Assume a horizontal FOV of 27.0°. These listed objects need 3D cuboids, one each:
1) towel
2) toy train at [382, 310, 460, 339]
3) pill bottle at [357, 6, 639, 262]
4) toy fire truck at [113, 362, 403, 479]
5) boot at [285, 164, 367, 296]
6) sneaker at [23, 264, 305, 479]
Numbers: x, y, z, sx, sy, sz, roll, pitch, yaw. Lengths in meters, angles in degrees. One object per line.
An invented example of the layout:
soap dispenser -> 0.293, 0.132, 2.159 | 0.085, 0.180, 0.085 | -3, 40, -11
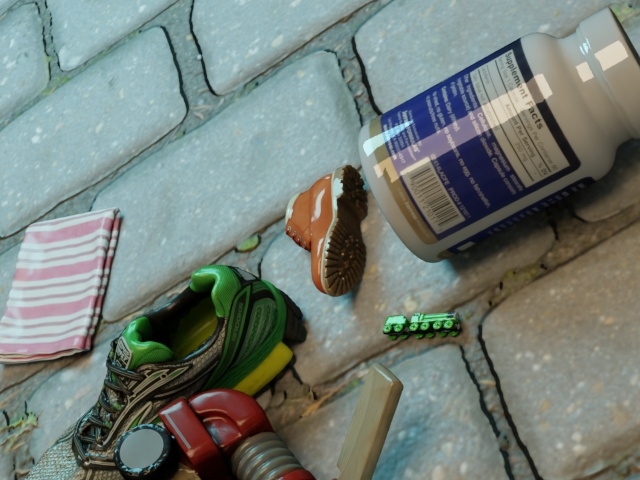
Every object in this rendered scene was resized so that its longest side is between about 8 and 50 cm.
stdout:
towel -> -0.314, 0.051, 1.579 | 0.144, 0.029, 0.197 | -10, 56, 29
toy train -> 0.098, 0.081, 1.278 | 0.083, 0.017, 0.024 | -7, 47, 32
pill bottle -> 0.181, -0.100, 1.245 | 0.264, 0.153, 0.153 | -27, 49, 17
toy fire truck -> -0.042, 0.205, 1.224 | 0.246, 0.158, 0.217 | -32, 50, -12
boot -> 0.000, 0.000, 1.377 | 0.084, 0.059, 0.158 | -20, 43, 28
sneaker -> -0.184, 0.151, 1.341 | 0.343, 0.146, 0.134 | -46, 46, 1
